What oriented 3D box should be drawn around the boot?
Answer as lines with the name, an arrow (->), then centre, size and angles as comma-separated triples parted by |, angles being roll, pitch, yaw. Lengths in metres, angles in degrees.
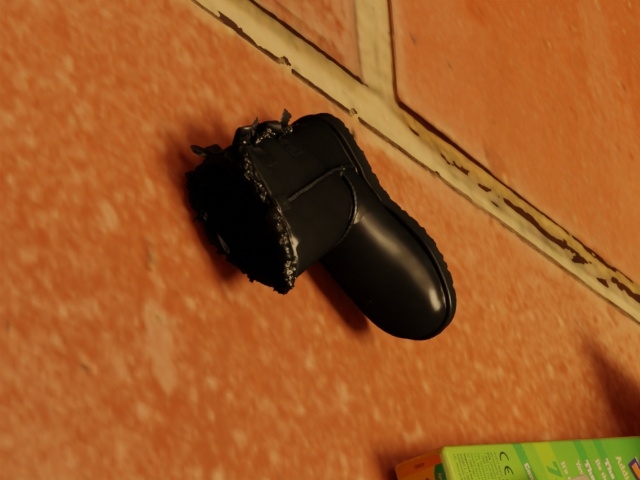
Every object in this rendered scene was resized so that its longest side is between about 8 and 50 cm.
boot -> 0.001, 0.000, 0.805 | 0.121, 0.045, 0.099 | 58, 28, 2

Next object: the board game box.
board game box -> 0.130, 0.156, 0.903 | 0.259, 0.039, 0.124 | 5, 66, -53

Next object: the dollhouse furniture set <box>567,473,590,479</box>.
dollhouse furniture set -> 0.134, 0.151, 0.801 | 0.091, 0.081, 0.114 | -7, 76, -58
